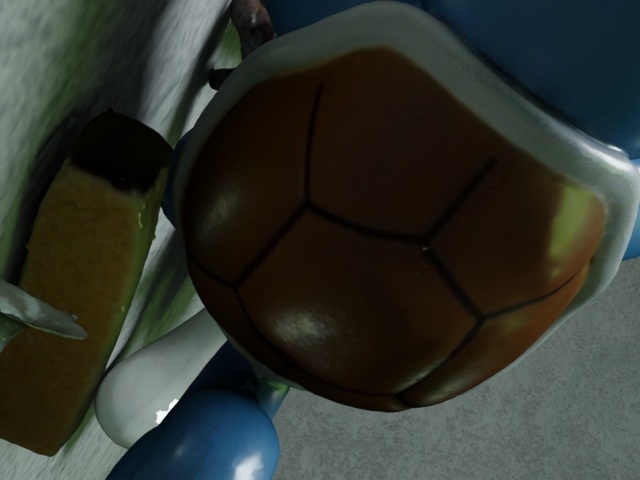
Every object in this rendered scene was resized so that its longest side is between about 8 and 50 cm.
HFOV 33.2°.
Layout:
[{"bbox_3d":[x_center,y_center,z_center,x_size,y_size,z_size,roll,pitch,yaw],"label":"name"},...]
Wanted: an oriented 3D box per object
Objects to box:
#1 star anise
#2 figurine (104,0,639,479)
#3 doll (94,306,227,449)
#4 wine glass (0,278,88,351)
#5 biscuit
[{"bbox_3d":[-0.020,-0.082,0.642,0.042,0.141,0.141,-32,155,-46],"label":"star anise"},{"bbox_3d":[0.028,-0.024,0.521,0.416,0.298,0.243,-50,-178,16],"label":"figurine"},{"bbox_3d":[0.004,0.008,0.941,0.376,0.187,0.365,-25,-177,14],"label":"doll"},{"bbox_3d":[-0.156,0.107,0.391,0.198,0.066,0.066,-63,178,1],"label":"wine glass"},{"bbox_3d":[-0.116,0.025,0.508,0.056,0.052,0.188,-78,-167,-52],"label":"biscuit"}]
